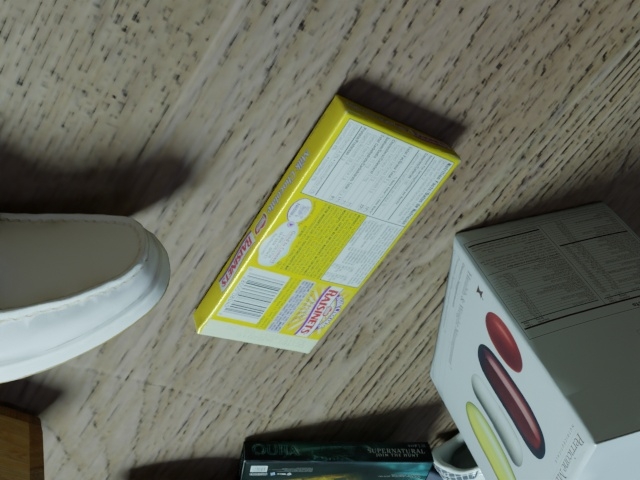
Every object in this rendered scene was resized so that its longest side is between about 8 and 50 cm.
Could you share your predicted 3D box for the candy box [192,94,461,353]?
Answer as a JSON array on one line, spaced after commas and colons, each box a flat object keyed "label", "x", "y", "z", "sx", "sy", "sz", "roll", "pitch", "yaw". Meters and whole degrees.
[{"label": "candy box", "x": 0.000, "y": 0.000, "z": 0.515, "sx": 0.105, "sy": 0.027, "sz": 0.206, "roll": 15, "pitch": 123, "yaw": -36}]

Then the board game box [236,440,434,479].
[{"label": "board game box", "x": 0.008, "y": 0.249, "z": 0.719, "sx": 0.186, "sy": 0.026, "sz": 0.126, "roll": 4, "pitch": 128, "yaw": -12}]

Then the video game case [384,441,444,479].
[{"label": "video game case", "x": 0.089, "y": 0.338, "z": 0.864, "sx": 0.196, "sy": 0.026, "sz": 0.274, "roll": -42, "pitch": 134, "yaw": 16}]

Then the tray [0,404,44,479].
[{"label": "tray", "x": -0.420, "y": 0.242, "z": 0.522, "sx": 0.411, "sy": 0.076, "sz": 0.203, "roll": -40, "pitch": 134, "yaw": 15}]

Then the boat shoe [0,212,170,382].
[{"label": "boat shoe", "x": -0.224, "y": 0.020, "z": 0.386, "sx": 0.277, "sy": 0.098, "sz": 0.096, "roll": -11, "pitch": 134, "yaw": -13}]

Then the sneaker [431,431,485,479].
[{"label": "sneaker", "x": 0.228, "y": 0.194, "z": 0.756, "sx": 0.235, "sy": 0.090, "sz": 0.095, "roll": -41, "pitch": 124, "yaw": 13}]

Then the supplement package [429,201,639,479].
[{"label": "supplement package", "x": 0.205, "y": 0.114, "z": 0.584, "sx": 0.149, "sy": 0.203, "sz": 0.194, "roll": -13, "pitch": 133, "yaw": -13}]
